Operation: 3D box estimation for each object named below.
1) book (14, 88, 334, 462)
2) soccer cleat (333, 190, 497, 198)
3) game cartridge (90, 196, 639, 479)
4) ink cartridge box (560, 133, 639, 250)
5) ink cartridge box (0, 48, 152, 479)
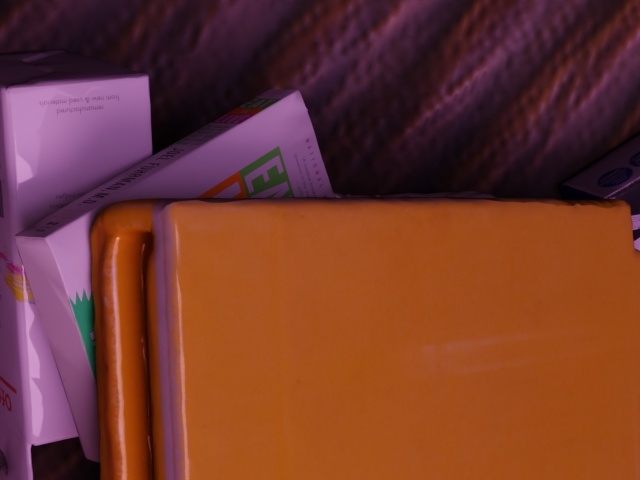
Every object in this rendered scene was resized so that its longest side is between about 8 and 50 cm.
[{"bbox_3d":[-0.049,0.010,0.605,0.144,0.035,0.096,-36,121,-41],"label":"book"},{"bbox_3d":[0.000,0.000,0.715,0.196,0.068,0.076,-18,100,-19],"label":"soccer cleat"},{"bbox_3d":[0.046,0.124,0.644,0.323,0.052,0.285,-1,88,-49],"label":"game cartridge"},{"bbox_3d":[0.236,-0.038,0.824,0.207,0.046,0.097,-32,114,-15],"label":"ink cartridge box"},{"bbox_3d":[-0.113,0.016,0.643,0.061,0.104,0.181,-8,106,-26],"label":"ink cartridge box"}]
